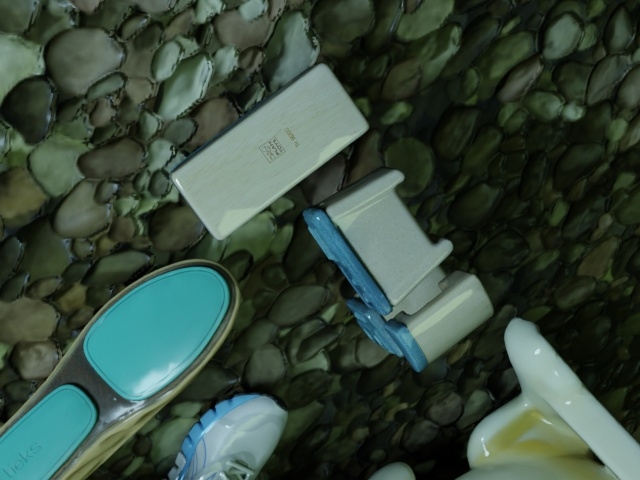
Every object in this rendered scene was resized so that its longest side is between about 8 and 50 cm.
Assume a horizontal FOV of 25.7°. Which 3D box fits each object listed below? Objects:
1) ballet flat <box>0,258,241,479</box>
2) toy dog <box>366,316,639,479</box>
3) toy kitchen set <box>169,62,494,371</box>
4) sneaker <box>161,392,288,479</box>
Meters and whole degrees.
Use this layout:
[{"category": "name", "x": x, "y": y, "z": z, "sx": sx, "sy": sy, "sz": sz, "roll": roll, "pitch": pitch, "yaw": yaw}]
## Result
[{"category": "ballet flat", "x": -0.142, "y": 0.099, "z": 0.949, "sx": 0.232, "sy": 0.080, "sz": 0.073, "roll": -41, "pitch": 164, "yaw": 3}, {"category": "toy dog", "x": 0.115, "y": 0.320, "z": 1.176, "sx": 0.408, "sy": 0.284, "sz": 0.395, "roll": -38, "pitch": 154, "yaw": -3}, {"category": "toy kitchen set", "x": 0.000, "y": 0.000, "z": 0.965, "sx": 0.122, "sy": 0.166, "sz": 0.207, "roll": -37, "pitch": 99, "yaw": -6}, {"category": "sneaker", "x": -0.082, "y": 0.199, "z": 1.047, "sx": 0.191, "sy": 0.083, "sz": 0.071, "roll": -50, "pitch": 134, "yaw": 7}]
